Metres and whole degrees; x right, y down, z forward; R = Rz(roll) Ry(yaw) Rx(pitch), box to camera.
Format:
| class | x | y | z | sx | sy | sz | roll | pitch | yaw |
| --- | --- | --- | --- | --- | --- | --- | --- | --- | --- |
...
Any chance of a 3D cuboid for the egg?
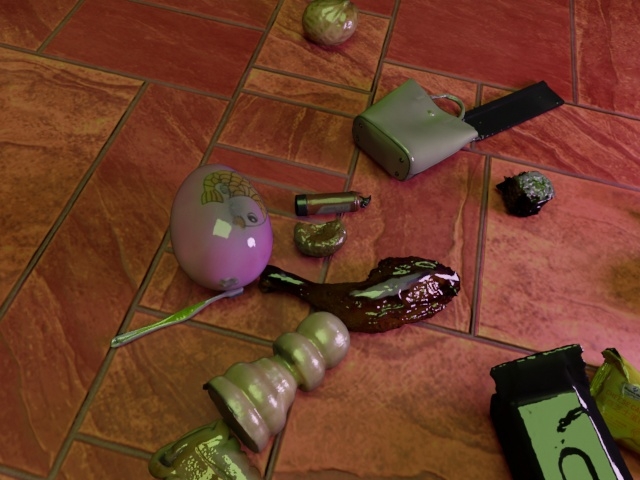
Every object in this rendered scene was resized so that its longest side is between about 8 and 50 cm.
| class | x | y | z | sx | sy | sz | roll | pitch | yaw |
| --- | --- | --- | --- | --- | --- | --- | --- | --- | --- |
| egg | -0.197 | -0.031 | 0.918 | 0.196 | 0.196 | 0.271 | -23 | 56 | -17 |

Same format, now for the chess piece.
| class | x | y | z | sx | sy | sz | roll | pitch | yaw |
| --- | --- | --- | --- | --- | --- | --- | --- | --- | --- |
| chess piece | -0.055 | 0.223 | 0.821 | 0.261 | 0.143 | 0.143 | -36 | 69 | -26 |

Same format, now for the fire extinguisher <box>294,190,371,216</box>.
| class | x | y | z | sx | sy | sz | roll | pitch | yaw |
| --- | --- | --- | --- | --- | --- | --- | --- | --- | --- |
| fire extinguisher | 0.033 | -0.084 | 1.052 | 0.177 | 0.050 | 0.062 | -4 | 22 | -9 |

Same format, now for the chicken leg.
| class | x | y | z | sx | sy | sz | roll | pitch | yaw |
| --- | --- | --- | --- | --- | --- | --- | --- | --- | --- |
| chicken leg | 0.079 | 0.099 | 0.925 | 0.407 | 0.096 | 0.158 | -1 | 56 | -3 |

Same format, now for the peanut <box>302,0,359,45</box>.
| class | x | y | z | sx | sy | sz | roll | pitch | yaw |
| --- | --- | --- | --- | --- | --- | --- | --- | --- | --- |
| peanut | 0.026 | -0.608 | 1.317 | 0.159 | 0.109 | 0.141 | 6 | 49 | 12 |

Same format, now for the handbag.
| class | x | y | z | sx | sy | sz | roll | pitch | yaw |
| --- | --- | --- | --- | --- | --- | --- | --- | --- | --- |
| handbag | 0.247 | -0.292 | 1.149 | 0.315 | 0.109 | 0.241 | -36 | 71 | -21 |

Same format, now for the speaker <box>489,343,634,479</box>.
| class | x | y | z | sx | sy | sz | roll | pitch | yaw |
| --- | --- | --- | --- | --- | --- | --- | --- | --- | --- |
| speaker | 0.393 | 0.375 | 0.715 | 0.180 | 0.184 | 0.388 | -20 | 62 | 10 |

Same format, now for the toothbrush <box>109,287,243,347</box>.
| class | x | y | z | sx | sy | sz | roll | pitch | yaw |
| --- | --- | --- | --- | --- | --- | --- | --- | --- | --- |
| toothbrush | -0.270 | 0.143 | 0.906 | 0.263 | 0.026 | 0.022 | -21 | 58 | -16 |

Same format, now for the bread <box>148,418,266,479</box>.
| class | x | y | z | sx | sy | sz | roll | pitch | yaw |
| --- | --- | --- | --- | --- | --- | --- | --- | --- | --- |
| bread | -0.157 | 0.391 | 0.741 | 0.134 | 0.081 | 0.225 | -36 | 67 | -20 |

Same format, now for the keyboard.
| class | x | y | z | sx | sy | sz | roll | pitch | yaw |
| --- | --- | --- | --- | --- | --- | --- | --- | --- | --- |
| keyboard | 0.505 | -0.348 | 1.258 | 0.309 | 0.018 | 0.101 | -25 | 66 | -18 |

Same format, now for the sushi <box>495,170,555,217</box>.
| class | x | y | z | sx | sy | sz | roll | pitch | yaw |
| --- | --- | --- | --- | --- | --- | --- | --- | --- | --- |
| sushi | 0.470 | -0.111 | 1.082 | 0.094 | 0.084 | 0.098 | -12 | 65 | -14 |

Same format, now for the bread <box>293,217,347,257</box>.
| class | x | y | z | sx | sy | sz | roll | pitch | yaw |
| --- | --- | --- | --- | --- | --- | --- | --- | --- | --- |
| bread | 0.000 | 0.000 | 0.992 | 0.113 | 0.060 | 0.082 | -2 | 60 | -4 |

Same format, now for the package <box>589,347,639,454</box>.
| class | x | y | z | sx | sy | sz | roll | pitch | yaw |
| --- | --- | --- | --- | --- | --- | --- | --- | --- | --- |
| package | 0.566 | 0.307 | 0.828 | 0.226 | 0.090 | 0.168 | 27 | 100 | 9 |
